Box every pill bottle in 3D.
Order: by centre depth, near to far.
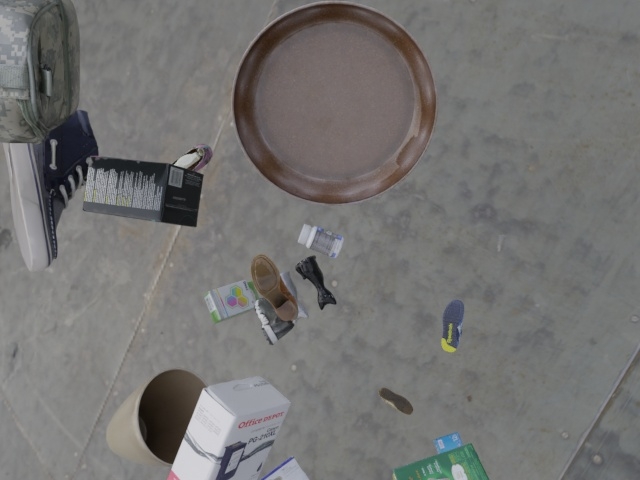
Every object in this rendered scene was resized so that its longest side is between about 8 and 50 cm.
[{"bbox_3d":[0.000,0.000,1.626,0.137,0.078,0.078,21,96,-6],"label":"pill bottle"}]

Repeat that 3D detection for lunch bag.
[{"bbox_3d":[-0.486,-0.237,0.636,0.256,0.305,0.212,-124,40,-63],"label":"lunch bag"}]

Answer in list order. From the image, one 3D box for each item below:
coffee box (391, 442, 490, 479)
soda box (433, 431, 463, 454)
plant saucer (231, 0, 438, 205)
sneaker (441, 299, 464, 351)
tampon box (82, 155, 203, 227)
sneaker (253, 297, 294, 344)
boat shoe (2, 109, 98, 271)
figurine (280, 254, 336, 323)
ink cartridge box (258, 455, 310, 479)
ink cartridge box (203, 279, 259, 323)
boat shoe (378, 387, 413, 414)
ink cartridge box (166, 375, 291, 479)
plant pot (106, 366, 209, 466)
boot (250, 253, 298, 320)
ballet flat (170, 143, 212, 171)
[{"bbox_3d":[0.250,0.501,1.026,0.184,0.040,0.113,-15,54,-11],"label":"coffee box"},{"bbox_3d":[0.372,0.627,1.334,0.067,0.071,0.210,-17,66,-2],"label":"soda box"},{"bbox_3d":[0.021,-0.201,0.773,0.311,0.311,0.050,-42,21,22],"label":"plant saucer"},{"bbox_3d":[0.366,0.232,1.381,0.053,0.059,0.144,13,99,27],"label":"sneaker"},{"bbox_3d":[-0.315,-0.087,0.900,0.161,0.120,0.101,9,90,17],"label":"tampon box"},{"bbox_3d":[-0.131,0.223,1.490,0.106,0.078,0.234,-28,22,-6],"label":"sneaker"},{"bbox_3d":[-0.495,-0.113,0.950,0.127,0.158,0.340,-29,72,50],"label":"boat shoe"},{"bbox_3d":[-0.066,0.198,1.955,0.215,0.092,0.209,-31,82,20],"label":"figurine"},{"bbox_3d":[-0.035,0.670,1.109,0.165,0.065,0.332,-30,55,-16],"label":"ink cartridge box"},{"bbox_3d":[-0.298,0.209,1.782,0.062,0.209,0.108,-37,74,48],"label":"ink cartridge box"},{"bbox_3d":[0.265,0.565,1.767,0.135,0.045,0.050,35,76,11],"label":"boat shoe"},{"bbox_3d":[-0.183,0.407,1.001,0.100,0.172,0.237,28,100,33],"label":"ink cartridge box"},{"bbox_3d":[-0.476,0.520,1.409,0.274,0.257,0.256,-28,67,32],"label":"plant pot"},{"bbox_3d":[-0.122,0.130,1.356,0.073,0.152,0.197,-26,87,1],"label":"boot"},{"bbox_3d":[-0.388,-0.186,1.354,0.222,0.079,0.077,-38,86,7],"label":"ballet flat"}]
